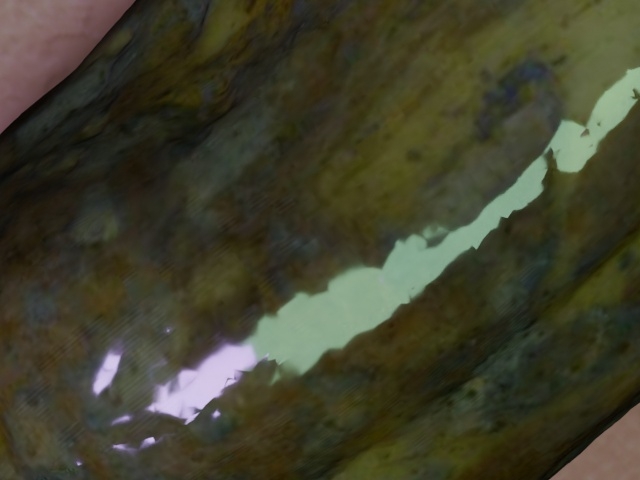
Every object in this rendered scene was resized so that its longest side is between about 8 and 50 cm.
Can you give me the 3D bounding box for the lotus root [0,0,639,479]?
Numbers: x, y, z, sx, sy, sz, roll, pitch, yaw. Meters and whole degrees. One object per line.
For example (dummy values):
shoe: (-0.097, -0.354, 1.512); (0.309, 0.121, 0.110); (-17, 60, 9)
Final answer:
lotus root: (0.000, 0.000, 0.687); (0.346, 0.250, 0.250); (-39, 108, 2)
